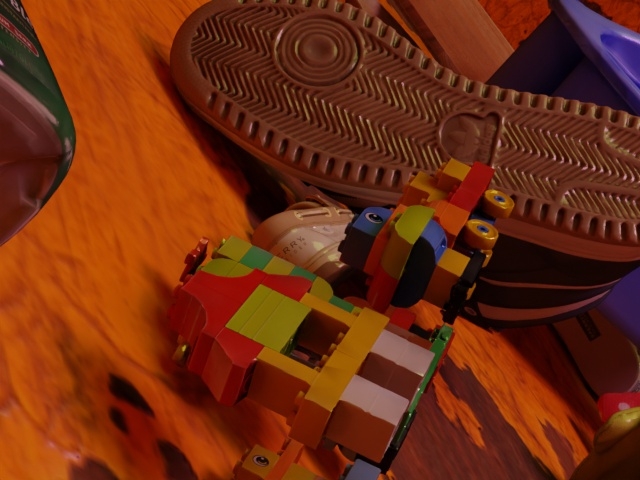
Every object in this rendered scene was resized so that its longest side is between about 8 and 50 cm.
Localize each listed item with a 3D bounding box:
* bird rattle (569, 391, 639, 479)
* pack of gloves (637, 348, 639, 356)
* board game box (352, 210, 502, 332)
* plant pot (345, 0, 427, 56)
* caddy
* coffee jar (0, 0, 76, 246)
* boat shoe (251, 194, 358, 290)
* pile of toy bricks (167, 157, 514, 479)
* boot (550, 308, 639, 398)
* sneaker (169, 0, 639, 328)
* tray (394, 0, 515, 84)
[{"bbox_3d":[0.280,0.151,0.934,0.253,0.207,0.143,-9,80,-64],"label":"bird rattle"},{"bbox_3d":[0.279,0.096,1.189,0.232,0.046,0.195,22,30,-54],"label":"pack of gloves"},{"bbox_3d":[0.062,-0.045,0.981,0.194,0.060,0.194,28,29,-59],"label":"board game box"},{"bbox_3d":[0.096,-0.158,1.433,0.236,0.032,0.236,49,14,-17],"label":"plant pot"},{"bbox_3d":[0.266,-0.045,1.092,0.341,0.179,0.241,40,20,-24],"label":"caddy"},{"bbox_3d":[-0.135,-0.081,0.397,0.096,0.079,0.184,36,20,-48],"label":"coffee jar"},{"bbox_3d":[0.000,0.000,0.687,0.045,0.050,0.135,49,8,4],"label":"boat shoe"},{"bbox_3d":[-0.007,0.030,0.531,0.105,0.118,0.212,26,29,8],"label":"pile of toy bricks"},{"bbox_3d":[0.241,0.072,1.270,0.086,0.069,0.190,40,26,-55],"label":"boot"},{"bbox_3d":[0.051,-0.035,0.787,0.282,0.099,0.153,19,-21,4],"label":"sneaker"},{"bbox_3d":[0.202,-0.169,1.636,0.203,0.076,0.411,59,8,26],"label":"tray"}]
